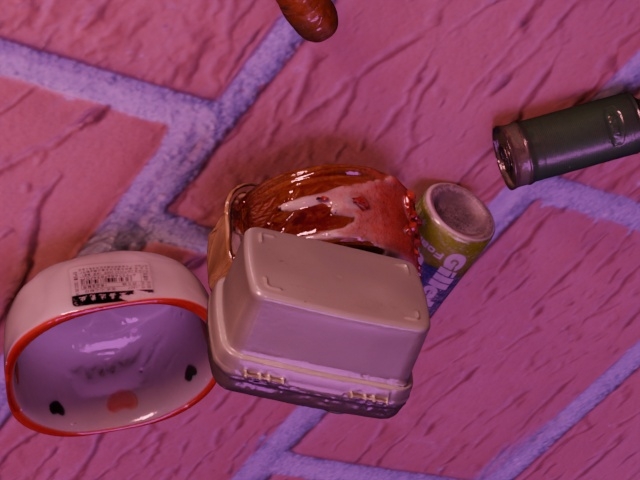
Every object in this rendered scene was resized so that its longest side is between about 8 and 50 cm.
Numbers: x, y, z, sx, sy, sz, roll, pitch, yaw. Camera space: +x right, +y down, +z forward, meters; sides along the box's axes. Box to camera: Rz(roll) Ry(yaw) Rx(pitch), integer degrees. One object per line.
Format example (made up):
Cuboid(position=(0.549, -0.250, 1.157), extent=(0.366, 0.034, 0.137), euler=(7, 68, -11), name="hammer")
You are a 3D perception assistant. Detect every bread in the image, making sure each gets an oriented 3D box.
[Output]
Cuboid(position=(0.000, 0.000, 1.682), extent=(0.224, 0.142, 0.212), euler=(18, 144, -35), name="bread")

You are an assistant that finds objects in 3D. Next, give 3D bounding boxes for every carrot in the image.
Cuboid(position=(-0.036, -0.249, 1.431), extent=(0.047, 0.047, 0.191), euler=(-26, 138, 10), name="carrot")

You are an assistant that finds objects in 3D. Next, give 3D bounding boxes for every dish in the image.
Cuboid(position=(-0.233, 0.098, 1.712), extent=(0.256, 0.117, 0.256), euler=(-12, 141, -10), name="dish")

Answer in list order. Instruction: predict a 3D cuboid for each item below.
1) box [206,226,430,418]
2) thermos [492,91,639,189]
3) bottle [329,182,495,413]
Cuboid(position=(-0.002, 0.083, 1.555), extent=(0.210, 0.148, 0.129), euler=(13, 124, -16), name="box")
Cuboid(position=(0.287, -0.110, 1.708), extent=(0.187, 0.073, 0.083), euler=(-15, 141, -5), name="thermos")
Cuboid(position=(0.083, 0.075, 1.834), extent=(0.093, 0.093, 0.330), euler=(7, 135, -30), name="bottle")
